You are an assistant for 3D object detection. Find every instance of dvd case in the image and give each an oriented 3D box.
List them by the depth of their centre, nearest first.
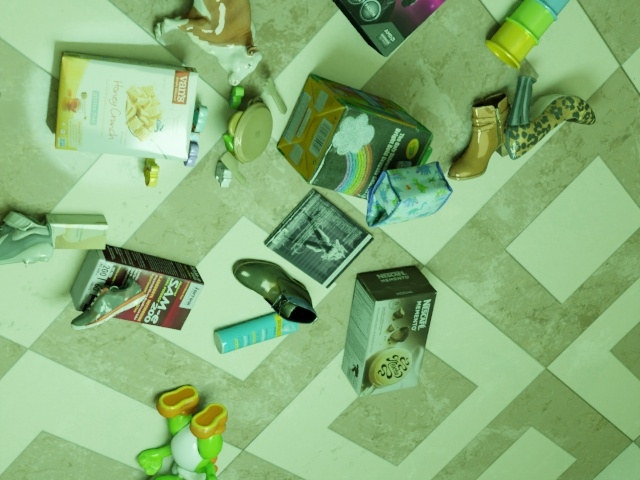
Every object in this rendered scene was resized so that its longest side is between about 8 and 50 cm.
[{"bbox_3d":[0.000,0.000,1.945,0.164,0.018,0.221,-48,129,7],"label":"dvd case"}]

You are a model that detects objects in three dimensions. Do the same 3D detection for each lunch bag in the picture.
[{"bbox_3d":[0.168,-0.081,1.698,0.129,0.096,0.151,-11,154,-22],"label":"lunch bag"}]

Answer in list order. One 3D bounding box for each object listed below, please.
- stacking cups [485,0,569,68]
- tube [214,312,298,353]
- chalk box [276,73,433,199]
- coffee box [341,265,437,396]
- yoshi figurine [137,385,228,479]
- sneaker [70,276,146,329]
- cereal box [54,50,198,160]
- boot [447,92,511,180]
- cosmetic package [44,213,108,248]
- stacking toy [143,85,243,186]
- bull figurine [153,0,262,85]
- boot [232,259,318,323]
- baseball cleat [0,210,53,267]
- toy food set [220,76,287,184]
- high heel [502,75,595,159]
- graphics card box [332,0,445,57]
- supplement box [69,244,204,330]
[{"bbox_3d":[0.480,-0.515,1.814,0.096,0.096,0.316,34,97,-38],"label":"stacking cups"},{"bbox_3d":[-0.143,0.209,1.997,0.207,0.052,0.080,-16,137,-25],"label":"tube"},{"bbox_3d":[0.094,-0.194,1.762,0.289,0.179,0.180,13,113,-34],"label":"chalk box"},{"bbox_3d":[0.165,0.223,2.111,0.168,0.119,0.297,-6,124,-22],"label":"coffee box"},{"bbox_3d":[-0.331,0.536,2.035,0.203,0.203,0.362,2,123,-10],"label":"yoshi figurine"},{"bbox_3d":[-0.427,0.121,1.700,0.158,0.061,0.064,-28,102,-8],"label":"sneaker"},{"bbox_3d":[-0.350,-0.240,1.557,0.240,0.047,0.172,3,113,-18],"label":"cereal box"},{"bbox_3d":[0.354,-0.234,1.938,0.197,0.073,0.152,-34,132,-19],"label":"boot"},{"bbox_3d":[-0.476,-0.016,1.674,0.115,0.041,0.060,-1,121,-27],"label":"cosmetic package"},{"bbox_3d":[-0.243,-0.203,1.663,0.167,0.052,0.221,0,120,-27],"label":"stacking toy"},{"bbox_3d":[-0.194,-0.421,1.510,0.189,0.101,0.310,-10,125,-19],"label":"bull figurine"},{"bbox_3d":[-0.092,0.115,1.916,0.219,0.106,0.082,26,106,-37],"label":"boot"},{"bbox_3d":[-0.605,0.002,1.613,0.206,0.072,0.109,-5,86,-6],"label":"baseball cleat"},{"bbox_3d":[-0.139,-0.215,1.680,0.192,0.039,0.132,-61,154,-15],"label":"toy food set"},{"bbox_3d":[0.520,-0.246,1.954,0.261,0.093,0.186,15,86,-31],"label":"high heel"},{"bbox_3d":[0.178,-0.556,1.617,0.371,0.094,0.233,-42,130,5],"label":"graphics card box"},{"bbox_3d":[-0.377,0.098,1.782,0.240,0.073,0.130,16,113,-35],"label":"supplement box"}]
